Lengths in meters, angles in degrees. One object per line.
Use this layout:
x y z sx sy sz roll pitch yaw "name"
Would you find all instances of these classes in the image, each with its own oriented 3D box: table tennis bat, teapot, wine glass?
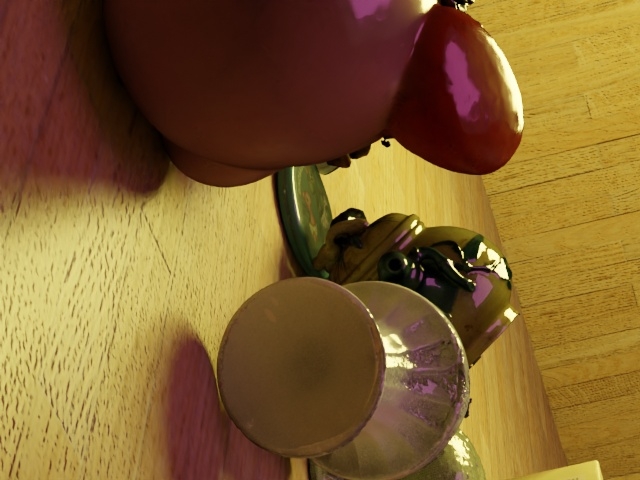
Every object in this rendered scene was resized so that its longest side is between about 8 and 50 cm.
0.000 0.000 1.563 0.124 0.033 0.201 -83 154 -46 "table tennis bat"
0.077 0.044 1.508 0.182 0.173 0.269 45 -2 2 "teapot"
0.013 0.103 1.233 0.196 0.164 0.165 20 57 -67 "wine glass"

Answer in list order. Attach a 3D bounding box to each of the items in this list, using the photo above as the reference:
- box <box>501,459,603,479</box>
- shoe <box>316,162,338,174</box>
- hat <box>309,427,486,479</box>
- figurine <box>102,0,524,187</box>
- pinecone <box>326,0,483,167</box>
0.228 0.356 1.810 0.095 0.212 0.168 -80 153 -65 "box"
-0.009 -0.133 1.612 0.071 0.064 0.143 36 33 -45 "shoe"
0.085 0.233 1.460 0.257 0.130 0.257 -14 90 -78 "hat"
-0.022 -0.162 1.076 0.211 0.261 0.270 12 68 -74 "figurine"
0.016 -0.179 1.304 0.243 0.257 0.244 173 -90 -86 "pinecone"
